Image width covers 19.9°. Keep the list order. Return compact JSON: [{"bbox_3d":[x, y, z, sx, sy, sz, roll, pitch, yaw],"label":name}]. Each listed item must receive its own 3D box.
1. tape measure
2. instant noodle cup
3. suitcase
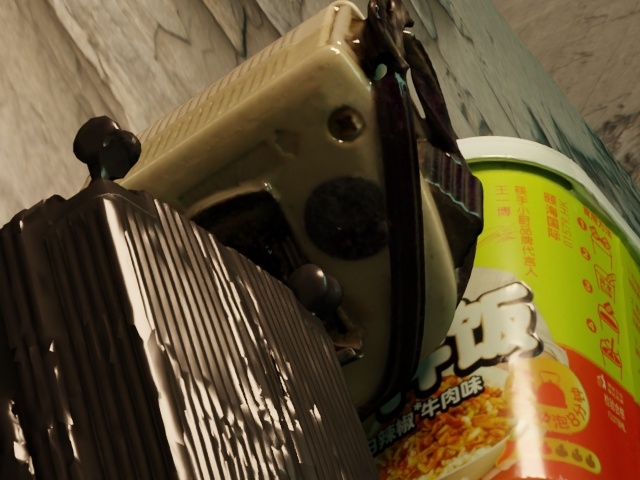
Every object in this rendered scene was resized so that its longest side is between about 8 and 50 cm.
[{"bbox_3d":[0.000,0.000,1.136,0.231,0.271,0.133,50,18,-17],"label":"tape measure"},{"bbox_3d":[0.117,0.132,1.285,0.294,0.294,0.308,45,27,-34],"label":"instant noodle cup"},{"bbox_3d":[-0.063,0.139,0.917,0.229,0.152,0.335,35,28,-48],"label":"suitcase"}]
